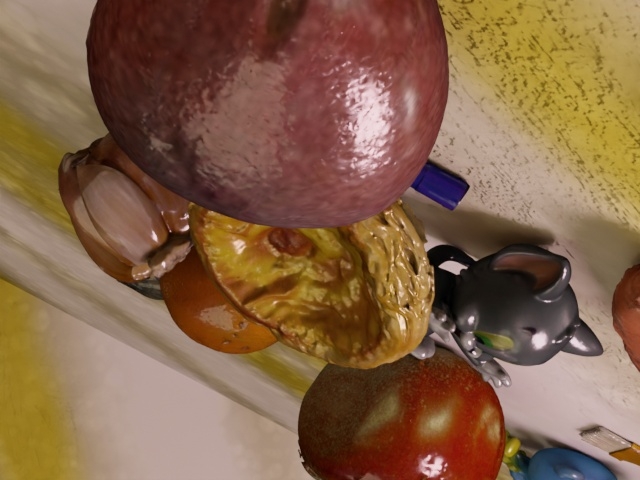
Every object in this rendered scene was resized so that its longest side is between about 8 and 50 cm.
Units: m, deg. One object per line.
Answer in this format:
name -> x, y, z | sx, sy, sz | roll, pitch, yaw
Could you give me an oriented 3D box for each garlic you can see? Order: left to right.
garlic -> -0.225, -0.049, 1.733 | 0.191, 0.160, 0.214 | 54, 166, -1

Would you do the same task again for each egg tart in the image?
egg tart -> 0.000, 0.000, 1.407 | 0.294, 0.116, 0.295 | 21, 141, 18

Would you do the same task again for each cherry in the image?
cherry -> -0.033, -0.134, 0.991 | 0.261, 0.221, 0.307 | 20, 152, -1

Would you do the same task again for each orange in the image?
orange -> -0.108, 0.053, 1.814 | 0.206, 0.206, 0.206 | 26, 165, 7

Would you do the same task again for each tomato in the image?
tomato -> 0.127, 0.268, 2.025 | 0.303, 0.239, 0.303 | 17, 172, 2

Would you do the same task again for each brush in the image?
brush -> 0.506, 0.339, 2.022 | 0.272, 0.013, 0.103 | 27, 166, 0

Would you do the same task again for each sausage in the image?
sausage -> 0.345, 0.104, 1.382 | 0.087, 0.079, 0.326 | 31, 169, 38

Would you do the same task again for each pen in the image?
pen -> 0.020, -0.105, 1.345 | 0.269, 0.033, 0.033 | 29, 165, -3

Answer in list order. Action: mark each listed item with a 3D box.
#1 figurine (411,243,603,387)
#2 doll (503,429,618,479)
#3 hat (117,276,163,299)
figurine -> 0.165, 0.071, 1.493 | 0.265, 0.140, 0.193 | 27, 157, 47
doll -> 0.394, 0.403, 2.274 | 0.346, 0.099, 0.341 | 26, 164, 20
hat -> -0.236, 0.015, 2.042 | 0.265, 0.128, 0.265 | 23, 165, 6
